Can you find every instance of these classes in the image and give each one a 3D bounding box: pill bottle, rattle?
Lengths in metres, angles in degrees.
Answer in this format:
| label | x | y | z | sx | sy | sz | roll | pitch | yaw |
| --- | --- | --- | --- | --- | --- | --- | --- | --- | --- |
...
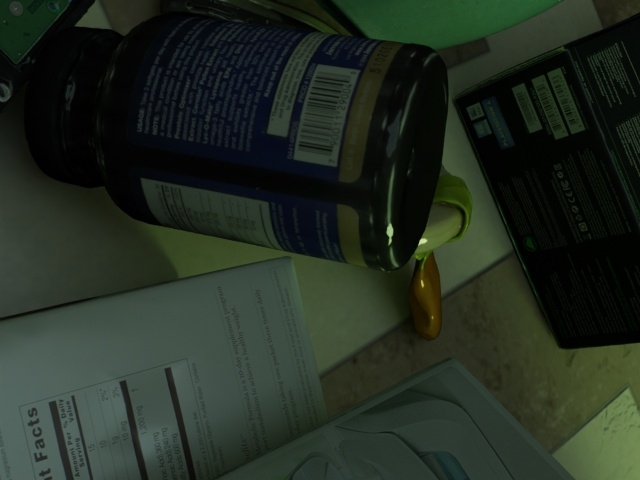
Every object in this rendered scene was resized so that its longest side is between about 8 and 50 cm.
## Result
| label | x | y | z | sx | sy | sz | roll | pitch | yaw |
| --- | --- | --- | --- | --- | --- | --- | --- | --- | --- |
| pill bottle | -0.047 | -0.061 | 0.502 | 0.123 | 0.219 | 0.123 | 12 | 90 | -74 |
| rattle | 0.000 | 0.000 | 0.647 | 0.199 | 0.143 | 0.130 | -5 | 51 | -19 |

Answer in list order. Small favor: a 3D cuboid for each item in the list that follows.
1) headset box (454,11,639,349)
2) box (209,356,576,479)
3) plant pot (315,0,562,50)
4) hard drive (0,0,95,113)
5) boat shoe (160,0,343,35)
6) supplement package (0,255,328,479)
| label | x | y | z | sx | sy | sz | roll | pitch | yaw |
| --- | --- | --- | --- | --- | --- | --- | --- | --- | --- |
| headset box | 0.296 | -0.077 | 0.794 | 0.283 | 0.131 | 0.247 | -28 | 97 | -34 |
| box | -0.005 | 0.222 | 0.453 | 0.231 | 0.127 | 0.262 | -21 | 137 | -30 |
| plant pot | 0.061 | -0.244 | 0.613 | 0.290 | 0.290 | 0.195 | 41 | 98 | -21 |
| hard drive | -0.288 | -0.094 | 0.419 | 0.237 | 0.064 | 0.339 | 48 | 56 | -31 |
| boat shoe | -0.044 | -0.145 | 0.634 | 0.152 | 0.056 | 0.049 | 23 | 74 | -18 |
| supplement package | -0.134 | 0.102 | 0.473 | 0.244 | 0.139 | 0.134 | -12 | 89 | -35 |
